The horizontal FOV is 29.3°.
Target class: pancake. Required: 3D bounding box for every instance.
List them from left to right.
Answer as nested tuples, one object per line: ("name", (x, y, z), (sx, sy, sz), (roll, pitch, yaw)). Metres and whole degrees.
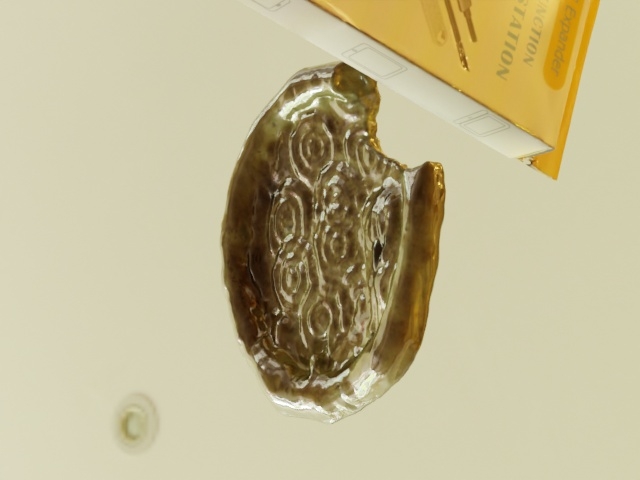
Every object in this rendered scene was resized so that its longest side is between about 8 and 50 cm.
("pancake", (0.000, 0.000, 0.751), (0.235, 0.029, 0.212), (52, -56, 46))

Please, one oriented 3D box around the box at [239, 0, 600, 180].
("box", (0.038, -0.134, 0.532), (0.033, 0.247, 0.129), (-13, -124, 56))
